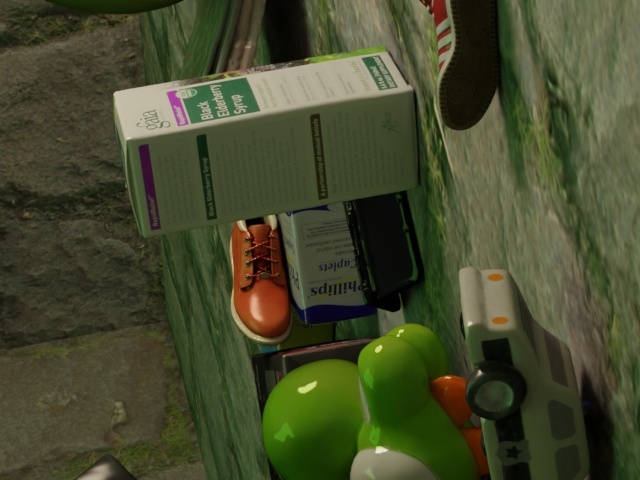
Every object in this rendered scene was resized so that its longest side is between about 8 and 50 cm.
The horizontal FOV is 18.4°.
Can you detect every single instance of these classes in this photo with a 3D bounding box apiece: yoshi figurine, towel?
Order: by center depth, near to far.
[{"bbox_3d":[0.044,0.241,1.588,0.203,0.203,0.362,-111,16,-78],"label":"yoshi figurine"},{"bbox_3d":[-0.114,-0.193,2.157,0.317,0.053,0.331,179,104,-81],"label":"towel"}]

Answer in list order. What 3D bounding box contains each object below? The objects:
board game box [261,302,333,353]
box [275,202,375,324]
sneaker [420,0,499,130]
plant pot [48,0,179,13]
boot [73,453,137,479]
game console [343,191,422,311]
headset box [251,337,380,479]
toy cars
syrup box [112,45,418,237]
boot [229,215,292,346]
[{"bbox_3d":[-0.042,0.011,2.241,0.316,0.064,0.242,92,165,-51],"label":"board game box"},{"bbox_3d":[0.000,0.000,1.951,0.126,0.072,0.137,-129,30,-73],"label":"box"},{"bbox_3d":[0.091,-0.138,1.336,0.067,0.042,0.118,-126,35,-61],"label":"sneaker"},{"bbox_3d":[-0.200,-0.345,2.062,0.293,0.275,0.274,-140,40,-60],"label":"plant pot"},{"bbox_3d":[-0.029,0.402,1.476,0.445,0.146,0.367,28,137,34],"label":"boot"},{"bbox_3d":[0.064,-0.007,1.741,0.107,0.071,0.122,20,-124,-65],"label":"game console"},{"bbox_3d":[0.015,0.209,1.958,0.293,0.110,0.218,163,98,-81],"label":"headset box"},{"bbox_3d":[0.152,0.208,1.213,0.176,0.087,0.393,59,-157,-76],"label":"toy cars"},{"bbox_3d":[-0.046,-0.082,1.625,0.093,0.237,0.096,-114,16,-59],"label":"syrup box"},{"bbox_3d":[-0.061,0.029,1.957,0.084,0.059,0.158,98,163,-50],"label":"boot"}]
